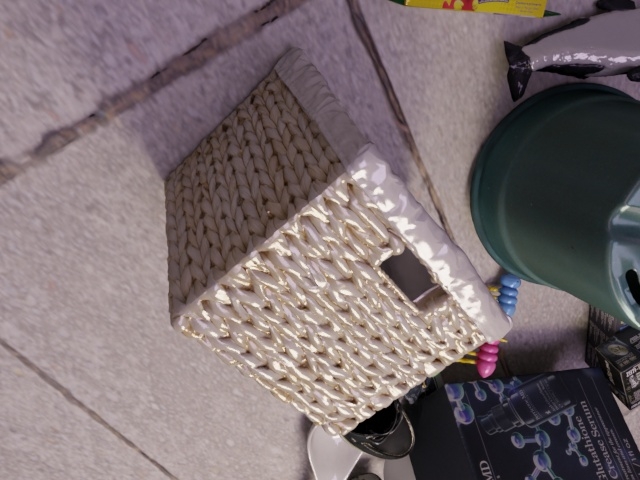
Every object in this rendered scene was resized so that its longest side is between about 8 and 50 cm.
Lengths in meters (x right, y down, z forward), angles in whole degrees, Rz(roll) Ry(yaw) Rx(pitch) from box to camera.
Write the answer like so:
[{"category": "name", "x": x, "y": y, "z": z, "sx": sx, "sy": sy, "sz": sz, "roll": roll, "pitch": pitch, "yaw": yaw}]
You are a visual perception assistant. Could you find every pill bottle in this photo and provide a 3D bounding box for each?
[{"category": "pill bottle", "x": 0.255, "y": 0.511, "z": 1.248, "sx": 0.229, "sy": 0.131, "sz": 0.131, "roll": 20, "pitch": 111, "yaw": -30}]

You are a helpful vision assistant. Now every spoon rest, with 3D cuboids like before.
[{"category": "spoon rest", "x": 0.020, "y": 0.437, "z": 1.141, "sx": 0.137, "sy": 0.084, "sz": 0.277, "roll": 5, "pitch": 119, "yaw": -24}]

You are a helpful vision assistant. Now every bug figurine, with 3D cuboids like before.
[{"category": "bug figurine", "x": 0.258, "y": 0.136, "z": 1.026, "sx": 0.278, "sy": 0.072, "sz": 0.217, "roll": 9, "pitch": 88, "yaw": -27}]

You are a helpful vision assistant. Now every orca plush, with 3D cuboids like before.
[{"category": "orca plush", "x": 0.406, "y": -0.259, "z": 0.857, "sx": 0.287, "sy": 0.151, "sz": 0.102, "roll": -25, "pitch": 157, "yaw": -9}]

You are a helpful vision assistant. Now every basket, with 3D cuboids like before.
[{"category": "basket", "x": 0.000, "y": 0.000, "z": 0.724, "sx": 0.266, "sy": 0.331, "sz": 0.328, "roll": -37, "pitch": 126, "yaw": 11}]

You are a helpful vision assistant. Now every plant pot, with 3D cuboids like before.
[{"category": "plant pot", "x": 0.424, "y": -0.041, "z": 0.794, "sx": 0.340, "sy": 0.334, "sz": 0.342, "roll": -1, "pitch": 105, "yaw": -4}]

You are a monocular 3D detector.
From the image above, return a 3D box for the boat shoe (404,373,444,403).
[{"category": "boat shoe", "x": 0.177, "y": 0.245, "z": 1.095, "sx": 0.083, "sy": 0.065, "sz": 0.183, "roll": -29, "pitch": 126, "yaw": -3}]

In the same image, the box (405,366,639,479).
[{"category": "box", "x": 0.399, "y": 0.433, "z": 1.122, "sx": 0.395, "sy": 0.294, "sz": 0.212, "roll": -1, "pitch": 147, "yaw": -22}]

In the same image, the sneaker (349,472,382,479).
[{"category": "sneaker", "x": 0.113, "y": 0.595, "z": 1.281, "sx": 0.106, "sy": 0.101, "sz": 0.268, "roll": -16, "pitch": 132, "yaw": -28}]

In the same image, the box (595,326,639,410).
[{"category": "box", "x": 0.667, "y": 0.236, "z": 1.164, "sx": 0.180, "sy": 0.078, "sz": 0.147, "roll": -32, "pitch": 127, "yaw": 3}]

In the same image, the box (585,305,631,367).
[{"category": "box", "x": 0.723, "y": 0.096, "z": 1.200, "sx": 0.318, "sy": 0.097, "sz": 0.395, "roll": -18, "pitch": 125, "yaw": -6}]

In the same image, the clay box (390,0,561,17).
[{"category": "clay box", "x": 0.179, "y": -0.316, "z": 0.714, "sx": 0.221, "sy": 0.127, "sz": 0.053, "roll": -5, "pitch": 121, "yaw": -20}]

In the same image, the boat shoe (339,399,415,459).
[{"category": "boat shoe", "x": 0.085, "y": 0.302, "z": 1.029, "sx": 0.127, "sy": 0.113, "sz": 0.340, "roll": -43, "pitch": 116, "yaw": -17}]
